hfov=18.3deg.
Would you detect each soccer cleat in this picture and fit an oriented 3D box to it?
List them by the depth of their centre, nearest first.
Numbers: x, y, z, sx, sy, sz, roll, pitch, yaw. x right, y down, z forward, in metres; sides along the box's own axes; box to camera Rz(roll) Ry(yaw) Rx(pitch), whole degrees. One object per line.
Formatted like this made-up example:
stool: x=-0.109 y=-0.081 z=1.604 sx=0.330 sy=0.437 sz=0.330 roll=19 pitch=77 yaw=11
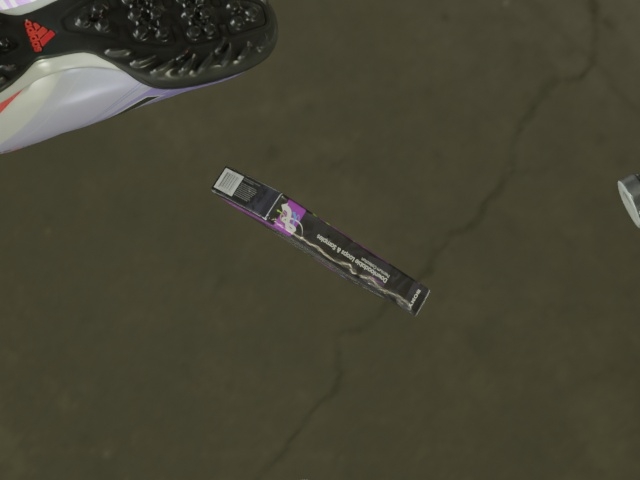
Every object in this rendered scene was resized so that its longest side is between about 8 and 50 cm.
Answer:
soccer cleat: x=-0.189 y=-0.128 z=1.483 sx=0.318 sy=0.116 sz=0.108 roll=-15 pitch=70 yaw=-18

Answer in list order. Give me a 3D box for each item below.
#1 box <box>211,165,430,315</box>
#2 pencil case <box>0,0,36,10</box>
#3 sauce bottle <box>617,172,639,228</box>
box: x=0.000 y=0.000 z=1.599 sx=0.162 sy=0.116 sz=0.029 roll=35 pitch=87 yaw=-28
pencil case: x=-0.237 y=-0.193 z=1.634 sx=0.088 sy=0.206 sz=0.086 roll=36 pitch=30 yaw=-8
sauce bottle: x=0.205 y=-0.044 z=0.952 sx=0.128 sy=0.042 sz=0.042 roll=-24 pitch=69 yaw=-3
